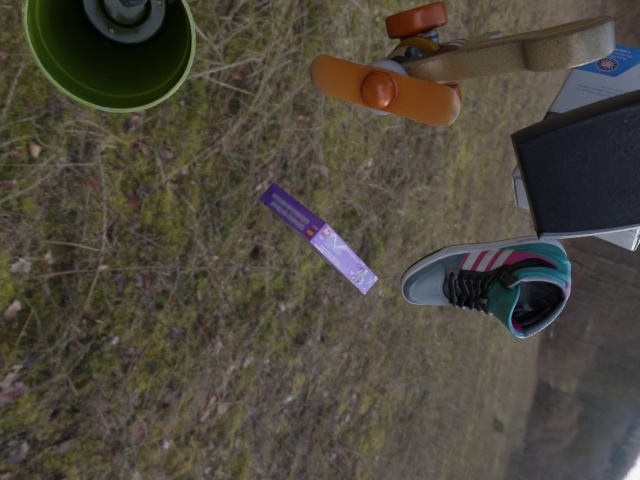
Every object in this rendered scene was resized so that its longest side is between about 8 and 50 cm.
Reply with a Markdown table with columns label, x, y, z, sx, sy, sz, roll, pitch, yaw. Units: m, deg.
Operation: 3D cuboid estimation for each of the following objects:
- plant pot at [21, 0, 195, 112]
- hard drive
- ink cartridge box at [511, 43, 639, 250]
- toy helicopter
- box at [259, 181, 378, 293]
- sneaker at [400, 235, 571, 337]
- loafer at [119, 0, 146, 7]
| label | x | y | z | sx | sy | sz | roll | pitch | yaw |
| --- | --- | --- | --- | --- | --- | --- | --- | --- | --- |
| plant pot | -0.500 | -0.556 | 1.415 | 0.353 | 0.367 | 0.366 | -109 | -169 | -55 |
| hard drive | 0.382 | -0.093 | 0.705 | 0.054 | 0.255 | 0.172 | -35 | 109 | -61 |
| ink cartridge box | 0.509 | -0.171 | 0.991 | 0.307 | 0.223 | 0.129 | -58 | 150 | -10 |
| toy helicopter | 0.149 | -0.204 | 0.653 | 0.235 | 0.355 | 0.140 | -25 | 111 | -29 |
| box | 0.000 | 0.000 | 1.334 | 0.057 | 0.201 | 0.293 | -49 | 140 | -3 |
| sneaker | 0.285 | 0.092 | 0.968 | 0.178 | 0.296 | 0.123 | -79 | 152 | -61 |
| loafer | -0.363 | -0.508 | 1.021 | 0.062 | 0.061 | 0.170 | -52 | 135 | -25 |
